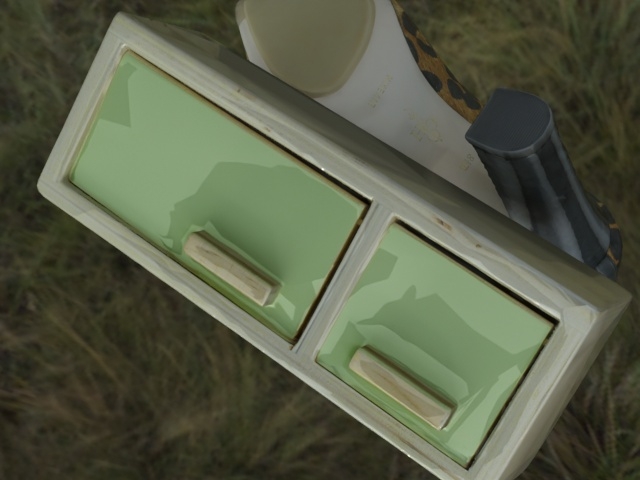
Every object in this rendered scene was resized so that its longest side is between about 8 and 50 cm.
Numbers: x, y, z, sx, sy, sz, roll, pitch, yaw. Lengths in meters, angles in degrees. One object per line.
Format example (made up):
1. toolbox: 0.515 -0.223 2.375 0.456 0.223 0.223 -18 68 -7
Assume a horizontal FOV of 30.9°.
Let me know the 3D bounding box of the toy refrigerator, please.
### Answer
1. toy refrigerator: 0.000 0.000 0.555 0.269 0.094 0.102 34 105 19

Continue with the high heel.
1. high heel: 0.057 -0.052 0.689 0.093 0.186 0.261 -48 50 -9
